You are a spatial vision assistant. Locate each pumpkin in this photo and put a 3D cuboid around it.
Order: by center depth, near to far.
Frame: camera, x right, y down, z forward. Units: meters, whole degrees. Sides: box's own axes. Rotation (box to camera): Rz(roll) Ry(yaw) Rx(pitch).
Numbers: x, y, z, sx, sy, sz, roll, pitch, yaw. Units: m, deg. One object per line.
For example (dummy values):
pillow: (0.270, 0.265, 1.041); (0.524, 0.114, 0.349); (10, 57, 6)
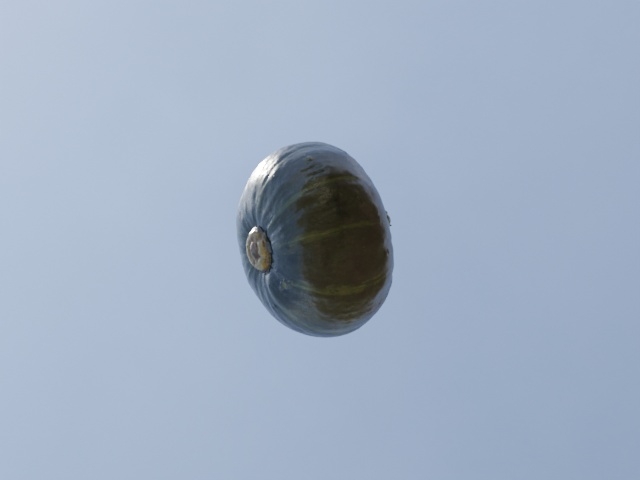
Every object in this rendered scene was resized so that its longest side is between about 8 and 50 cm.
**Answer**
pumpkin: (-0.003, 0.001, 1.037); (0.125, 0.167, 0.167); (-6, -79, -39)
